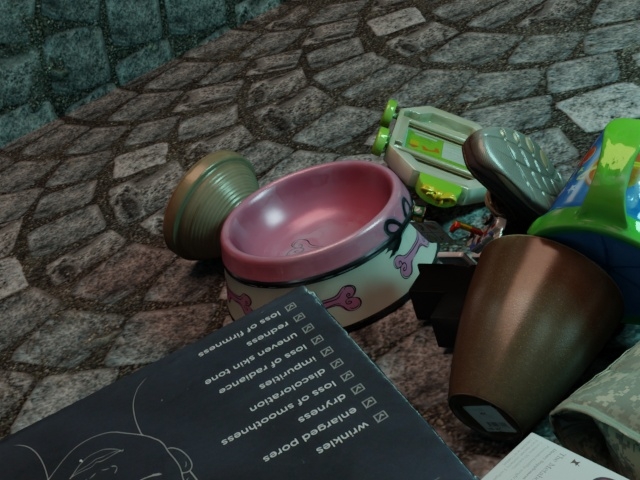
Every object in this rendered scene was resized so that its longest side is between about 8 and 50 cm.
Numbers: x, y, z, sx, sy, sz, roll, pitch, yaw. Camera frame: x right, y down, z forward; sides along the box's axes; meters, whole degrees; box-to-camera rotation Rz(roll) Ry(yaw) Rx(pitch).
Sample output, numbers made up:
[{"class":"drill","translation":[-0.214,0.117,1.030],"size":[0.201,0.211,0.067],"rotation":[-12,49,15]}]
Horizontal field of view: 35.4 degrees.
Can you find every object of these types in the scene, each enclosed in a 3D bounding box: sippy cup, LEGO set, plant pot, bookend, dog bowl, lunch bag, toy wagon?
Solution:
[{"class":"sippy cup","translation":[0.432,-0.036,1.404],"size":[0.224,0.240,0.305],"rotation":[-60,4,-26]},{"class":"LEGO set","translation":[0.238,0.016,1.578],"size":[0.182,0.244,0.060],"rotation":[-1,63,36]},{"class":"plant pot","translation":[-0.188,-0.050,1.974],"size":[0.109,0.237,0.237],"rotation":[31,53,26]},{"class":"plant pot","translation":[0.271,0.149,1.365],"size":[0.215,0.215,0.230],"rotation":[7,53,39]},{"class":"bookend","translation":[0.204,0.110,1.577],"size":[0.156,0.072,0.157],"rotation":[0,34,31]},{"class":"dog bowl","translation":[0.000,0.000,1.818],"size":[0.407,0.150,0.408],"rotation":[-15,28,8]},{"class":"lunch bag","translation":[0.441,0.214,1.150],"size":[0.235,0.169,0.287],"rotation":[-32,35,-22]},{"class":"toy wagon","translation":[0.228,-0.150,1.902],"size":[0.267,0.068,0.344],"rotation":[20,36,0]}]

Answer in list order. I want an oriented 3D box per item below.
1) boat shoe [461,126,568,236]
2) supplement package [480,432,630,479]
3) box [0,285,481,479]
[{"class":"boat shoe","translation":[0.321,-0.048,1.553],"size":[0.130,0.355,0.132],"rotation":[-29,44,33]},{"class":"supplement package","translation":[0.289,0.335,1.068],"size":[0.139,0.134,0.244],"rotation":[-36,32,-26]},{"class":"box","translation":[-0.092,0.354,1.101],"size":[0.479,0.298,0.472],"rotation":[-26,28,-11]}]
